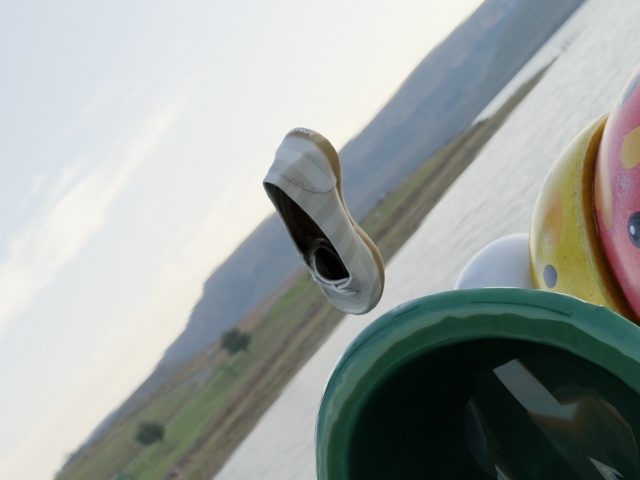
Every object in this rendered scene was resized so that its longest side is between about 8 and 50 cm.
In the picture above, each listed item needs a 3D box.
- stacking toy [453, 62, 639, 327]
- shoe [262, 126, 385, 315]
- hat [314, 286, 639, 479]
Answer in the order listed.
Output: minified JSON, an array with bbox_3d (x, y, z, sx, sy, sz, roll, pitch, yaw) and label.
[{"bbox_3d":[0.256,0.003,0.642,0.480,0.351,0.350,-35,9,49],"label":"stacking toy"},{"bbox_3d":[0.000,0.000,0.855,0.058,0.076,0.219,-59,-36,-32],"label":"shoe"},{"bbox_3d":[0.111,0.081,0.440,0.208,0.173,0.183,-17,5,38],"label":"hat"}]
